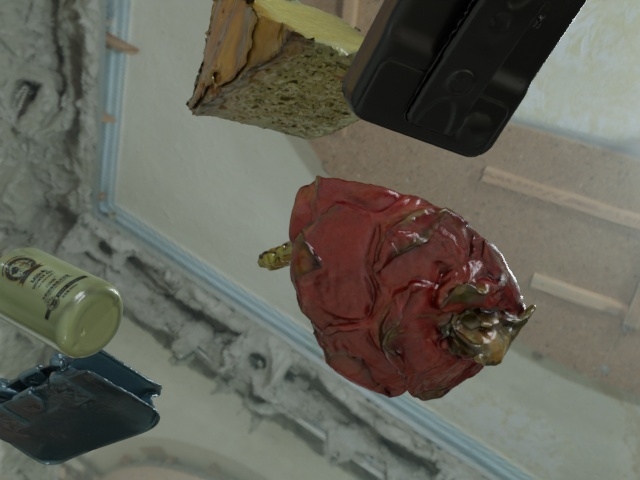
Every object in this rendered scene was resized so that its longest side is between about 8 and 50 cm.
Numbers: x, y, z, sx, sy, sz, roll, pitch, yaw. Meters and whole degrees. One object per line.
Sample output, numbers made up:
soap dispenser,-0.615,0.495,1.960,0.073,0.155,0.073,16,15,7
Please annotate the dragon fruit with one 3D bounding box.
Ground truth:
dragon fruit,0.097,0.080,0.765,0.205,0.152,0.317,-11,-52,50

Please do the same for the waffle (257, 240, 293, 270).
waffle,-0.007,0.003,1.738,0.301,0.282,0.058,-25,-93,44

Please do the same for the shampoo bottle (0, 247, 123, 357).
shampoo bottle,-0.277,0.052,0.704,0.162,0.079,0.079,21,-48,26

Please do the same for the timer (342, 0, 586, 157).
timer,0.117,-0.159,0.545,0.144,0.055,0.187,15,-59,-25

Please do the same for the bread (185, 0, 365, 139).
bread,-0.027,-0.289,0.965,0.249,0.278,0.315,14,-22,-28

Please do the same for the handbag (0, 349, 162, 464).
handbag,-0.349,0.227,0.978,0.229,0.062,0.179,-24,-44,20
